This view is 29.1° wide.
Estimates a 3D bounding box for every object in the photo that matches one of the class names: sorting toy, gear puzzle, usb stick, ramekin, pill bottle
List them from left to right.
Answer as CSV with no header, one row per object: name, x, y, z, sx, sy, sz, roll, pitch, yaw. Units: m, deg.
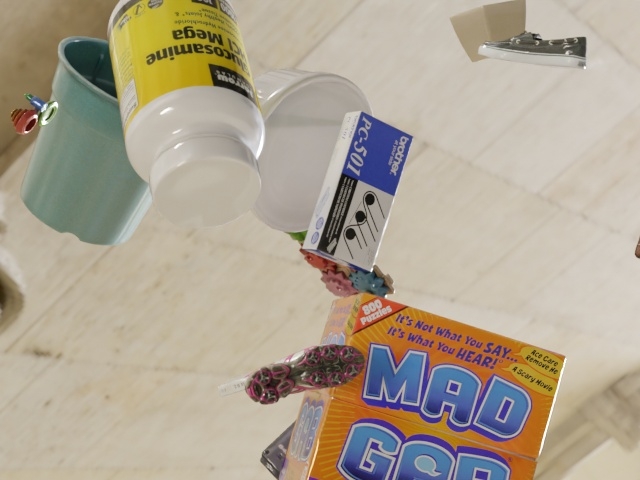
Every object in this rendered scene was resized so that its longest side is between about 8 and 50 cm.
sorting toy,-0.498,-0.224,2.127,0.042,0.061,0.102,35,-145,9
pill bottle,-0.179,-0.186,1.671,0.188,0.188,0.333,29,-145,-43
ramekin,-0.049,-0.161,2.046,0.273,0.272,0.127,27,-176,-46
usb stick,-0.001,0.364,2.458,0.077,0.278,0.045,46,170,9
gear puzzle,0.000,0.000,2.348,0.339,0.176,0.044,53,-125,-29

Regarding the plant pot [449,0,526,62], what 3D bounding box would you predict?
plant pot,0.326,-0.394,2.337,0.109,0.109,0.096,-16,-85,-29

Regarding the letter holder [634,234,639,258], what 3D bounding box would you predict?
letter holder,0.584,-0.024,1.633,0.302,0.214,0.152,25,167,-39

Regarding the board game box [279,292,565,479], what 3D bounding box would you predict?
board game box,0.162,0.316,2.140,0.357,0.356,0.356,18,173,-6

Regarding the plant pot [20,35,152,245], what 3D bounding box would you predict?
plant pot,-0.443,-0.192,2.547,0.341,0.334,0.341,26,-159,-11

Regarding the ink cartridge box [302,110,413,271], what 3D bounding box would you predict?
ink cartridge box,0.054,-0.069,1.740,0.097,0.207,0.046,22,170,-29

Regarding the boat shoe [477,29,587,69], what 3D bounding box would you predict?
boat shoe,0.261,-0.236,1.511,0.142,0.040,0.049,12,-172,31

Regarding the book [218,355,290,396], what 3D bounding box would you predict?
book,-0.095,0.231,2.119,0.096,0.144,0.035,-8,-101,-77

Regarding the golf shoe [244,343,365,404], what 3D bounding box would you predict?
golf shoe,-0.026,0.197,1.872,0.086,0.186,0.067,173,84,-82
